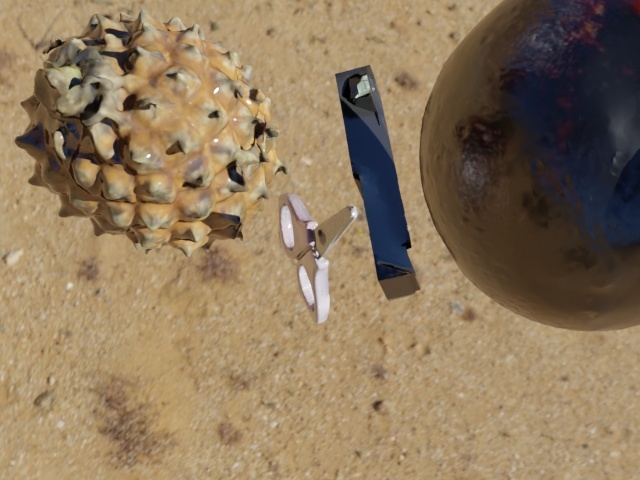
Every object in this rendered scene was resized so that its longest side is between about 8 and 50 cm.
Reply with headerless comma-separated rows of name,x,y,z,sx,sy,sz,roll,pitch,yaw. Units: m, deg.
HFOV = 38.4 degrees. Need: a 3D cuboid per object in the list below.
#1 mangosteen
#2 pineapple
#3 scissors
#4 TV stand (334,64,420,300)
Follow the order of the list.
mangosteen,0.235,-0.055,0.710,0.297,0.297,0.313,-29,64,-35
pineapple,-0.112,-0.071,0.589,0.193,0.166,0.166,24,40,-62
scissors,0.000,0.000,0.613,0.015,0.189,0.100,-15,82,-16
TV stand,0.056,-0.064,0.931,0.040,0.049,0.256,-14,58,9
